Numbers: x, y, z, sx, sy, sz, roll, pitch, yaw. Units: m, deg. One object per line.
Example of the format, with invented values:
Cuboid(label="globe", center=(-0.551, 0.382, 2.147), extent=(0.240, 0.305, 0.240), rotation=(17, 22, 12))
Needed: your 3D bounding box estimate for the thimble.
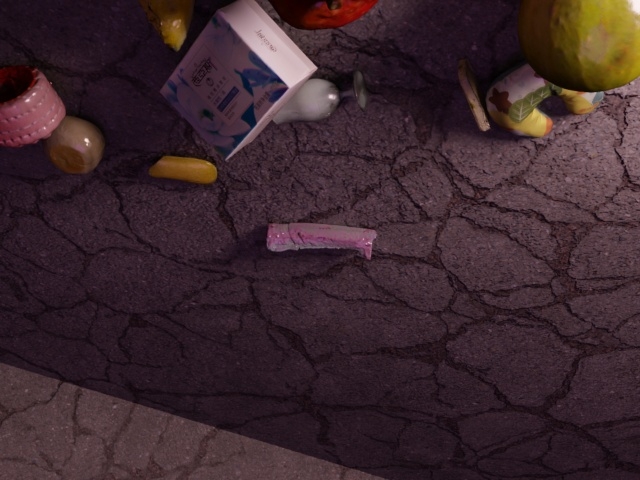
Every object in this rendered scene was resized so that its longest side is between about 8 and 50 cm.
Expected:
Cuboid(label="thimble", center=(-0.671, -0.298, 1.924), extent=(0.190, 0.163, 0.125), rotation=(-8, 139, 12))

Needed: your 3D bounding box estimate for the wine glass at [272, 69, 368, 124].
Cuboid(label="wine glass", center=(-0.008, -0.297, 1.833), extent=(0.202, 0.092, 0.093), rotation=(-8, 140, 21))

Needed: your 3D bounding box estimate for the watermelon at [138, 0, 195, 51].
Cuboid(label="watermelon", center=(-0.321, -0.498, 1.608), extent=(0.123, 0.129, 0.301), rotation=(-4, 147, 22))

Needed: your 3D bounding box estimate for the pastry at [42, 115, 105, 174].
Cuboid(label="pastry", center=(-0.589, -0.226, 2.064), extent=(0.157, 0.092, 0.156), rotation=(8, 136, 7))

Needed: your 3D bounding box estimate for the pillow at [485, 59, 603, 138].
Cuboid(label="pillow", center=(0.452, -0.293, 1.755), extent=(0.233, 0.086, 0.214), rotation=(-28, 140, 36))

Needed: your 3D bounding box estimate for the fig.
Cuboid(label="fig", center=(0.465, -0.411, 1.455), extent=(0.258, 0.258, 0.326), rotation=(5, 130, 6))

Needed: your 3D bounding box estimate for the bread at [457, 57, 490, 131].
Cuboid(label="bread", center=(0.315, -0.298, 1.779), extent=(0.028, 0.068, 0.153), rotation=(-12, 139, 23))

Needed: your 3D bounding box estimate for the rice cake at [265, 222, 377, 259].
Cuboid(label="rice cake", center=(-0.001, -0.003, 2.235), extent=(0.290, 0.081, 0.051), rotation=(5, 156, 6))

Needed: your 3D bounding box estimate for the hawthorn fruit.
Cuboid(label="hawthorn fruit", center=(0.008, -0.469, 1.428), extent=(0.265, 0.307, 0.265), rotation=(0, 142, 0))

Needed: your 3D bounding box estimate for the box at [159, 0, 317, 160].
Cuboid(label="box", center=(-0.170, -0.324, 1.757), extent=(0.203, 0.116, 0.274), rotation=(48, 135, -3))

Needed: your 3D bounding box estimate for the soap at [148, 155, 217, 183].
Cuboid(label="soap", center=(-0.335, -0.174, 2.119), extent=(0.169, 0.033, 0.089), rotation=(10, 141, 0))
